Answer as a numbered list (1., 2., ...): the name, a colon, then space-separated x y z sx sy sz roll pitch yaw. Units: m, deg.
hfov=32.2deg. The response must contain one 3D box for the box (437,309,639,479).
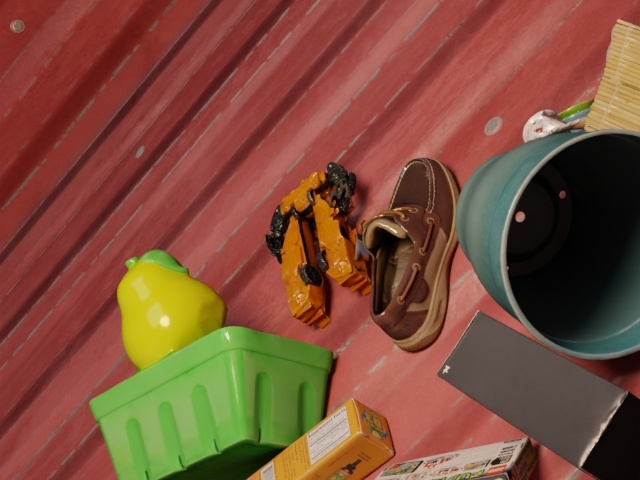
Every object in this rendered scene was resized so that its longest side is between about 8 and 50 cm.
1. box: 0.287 0.199 1.275 0.103 0.184 0.261 -59 33 -1

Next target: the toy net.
1. toy net: 0.318 -0.155 1.542 0.122 0.232 0.045 -24 83 25

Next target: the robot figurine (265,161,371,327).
1. robot figurine: 0.000 0.000 1.907 0.211 0.085 0.291 -38 38 25

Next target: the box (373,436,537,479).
1. box: 0.158 0.302 1.390 0.207 0.036 0.114 -17 6 27

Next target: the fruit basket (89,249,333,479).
1. fruit basket: -0.195 0.203 1.792 0.392 0.283 0.392 -18 63 40

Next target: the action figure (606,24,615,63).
1. action figure: 0.506 -0.231 1.385 0.330 0.178 0.341 21 82 46

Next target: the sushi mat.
1. sushi mat: 0.448 -0.148 1.309 0.316 0.019 0.151 36 118 47

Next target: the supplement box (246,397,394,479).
1. supplement box: -0.003 0.334 1.629 0.233 0.078 0.080 -39 33 23

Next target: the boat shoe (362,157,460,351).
1. boat shoe: 0.130 -0.003 1.707 0.123 0.123 0.342 -21 47 42

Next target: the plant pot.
1. plant pot: 0.298 -0.012 1.397 0.271 0.272 0.255 -57 19 -2
